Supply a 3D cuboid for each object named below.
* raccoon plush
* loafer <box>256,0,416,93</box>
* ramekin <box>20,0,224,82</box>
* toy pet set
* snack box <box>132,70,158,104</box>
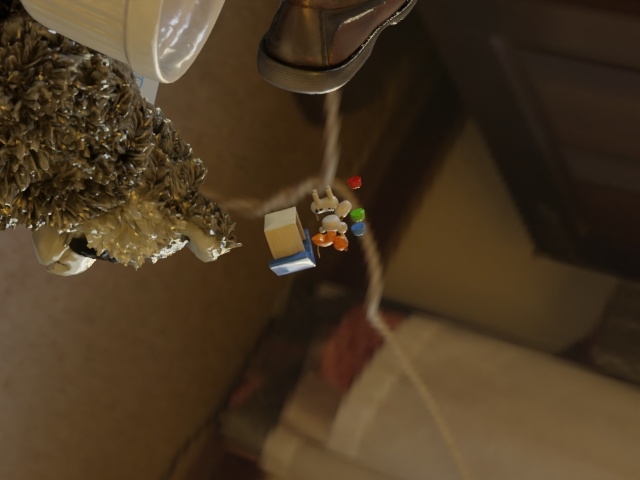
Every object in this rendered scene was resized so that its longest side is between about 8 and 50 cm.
[{"bbox_3d":[-0.150,-0.125,1.507,0.299,0.446,0.216,6,56,-34],"label":"raccoon plush"},{"bbox_3d":[0.025,-0.230,1.615,0.302,0.109,0.095,-64,164,-54],"label":"loafer"},{"bbox_3d":[-0.115,-0.214,1.213,0.207,0.109,0.207,19,90,-84],"label":"ramekin"},{"bbox_3d":[0.000,0.000,1.997,0.122,0.114,0.065,-90,162,-62],"label":"toy pet set"},{"bbox_3d":[-0.237,-0.165,1.974,0.174,0.070,0.207,16,87,-65],"label":"snack box"}]
